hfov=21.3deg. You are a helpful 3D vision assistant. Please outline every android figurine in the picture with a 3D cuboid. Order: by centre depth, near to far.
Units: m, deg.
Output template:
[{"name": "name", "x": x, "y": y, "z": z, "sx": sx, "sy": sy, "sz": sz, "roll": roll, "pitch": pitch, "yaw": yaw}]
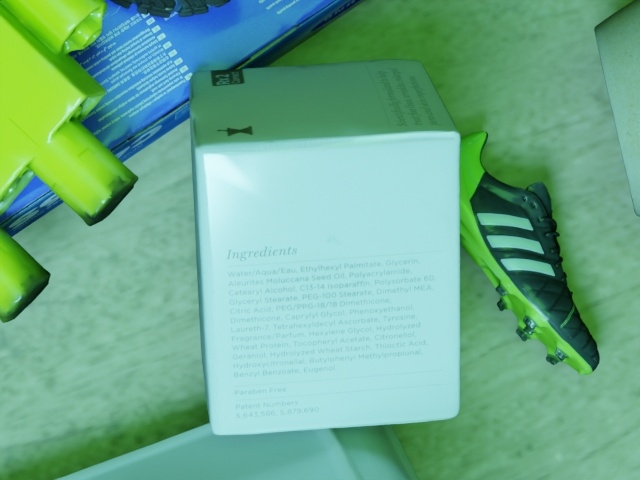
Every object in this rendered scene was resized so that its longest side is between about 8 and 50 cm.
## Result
[{"name": "android figurine", "x": -0.245, "y": -0.086, "z": 1.022, "sx": 0.273, "sy": 0.056, "sz": 0.248, "roll": 42, "pitch": 105, "yaw": 4}]

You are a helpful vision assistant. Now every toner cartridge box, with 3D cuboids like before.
[{"name": "toner cartridge box", "x": -0.115, "y": -0.162, "z": 1.112, "sx": 0.348, "sy": 0.075, "sz": 0.165, "roll": -34, "pitch": 88, "yaw": -7}]

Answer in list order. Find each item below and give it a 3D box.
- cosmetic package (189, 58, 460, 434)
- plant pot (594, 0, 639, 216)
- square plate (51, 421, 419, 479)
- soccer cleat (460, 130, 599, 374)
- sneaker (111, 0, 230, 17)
[{"name": "cosmetic package", "x": 0.000, "y": 0.000, "z": 1.035, "sx": 0.152, "sy": 0.151, "sz": 0.183, "roll": -3, "pitch": 113, "yaw": -5}, {"name": "plant pot", "x": 0.321, "y": -0.104, "z": 1.074, "sx": 0.274, "sy": 0.256, "sz": 0.256, "roll": -13, "pitch": 85, "yaw": 10}, {"name": "square plate", "x": -0.093, "y": 0.200, "z": 0.951, "sx": 0.344, "sy": 0.347, "sz": 0.049, "roll": -20, "pitch": 115, "yaw": -6}, {"name": "soccer cleat", "x": 0.135, "y": 0.007, "z": 1.123, "sx": 0.072, "sy": 0.060, "sz": 0.179, "roll": -37, "pitch": 85, "yaw": -9}, {"name": "sneaker", "x": -0.141, "y": -0.212, "z": 1.040, "sx": 0.221, "sy": 0.083, "sz": 0.087, "roll": 29, "pitch": 77, "yaw": -2}]
